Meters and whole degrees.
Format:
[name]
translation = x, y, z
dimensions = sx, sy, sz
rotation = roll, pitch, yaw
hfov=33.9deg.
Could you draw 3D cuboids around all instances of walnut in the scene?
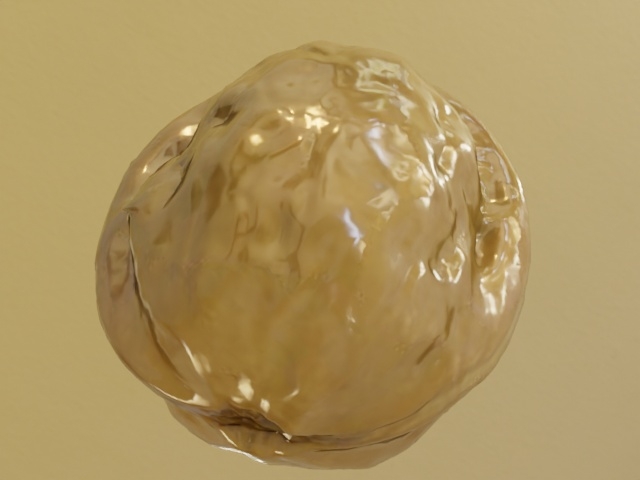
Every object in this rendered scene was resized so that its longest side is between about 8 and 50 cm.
[walnut]
translation = -0.004, 0.015, 0.918
dimensions = 0.383, 0.384, 0.383
rotation = -47, 17, 20
